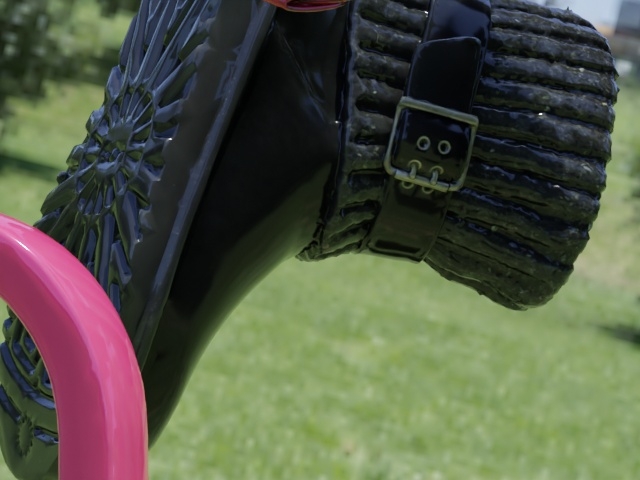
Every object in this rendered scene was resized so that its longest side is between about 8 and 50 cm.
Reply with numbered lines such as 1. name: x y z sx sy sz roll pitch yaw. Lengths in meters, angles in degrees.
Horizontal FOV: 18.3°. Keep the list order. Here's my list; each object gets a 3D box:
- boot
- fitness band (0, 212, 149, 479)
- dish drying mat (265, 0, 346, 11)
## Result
1. boot: 0.002 0.000 1.051 0.260 0.348 0.131 24 -2 -28
2. fitness band: -0.175 0.127 0.861 0.209 0.291 0.054 1 0 16
3. dish drying mat: -0.027 -0.075 0.491 0.083 0.008 0.032 32 32 34
